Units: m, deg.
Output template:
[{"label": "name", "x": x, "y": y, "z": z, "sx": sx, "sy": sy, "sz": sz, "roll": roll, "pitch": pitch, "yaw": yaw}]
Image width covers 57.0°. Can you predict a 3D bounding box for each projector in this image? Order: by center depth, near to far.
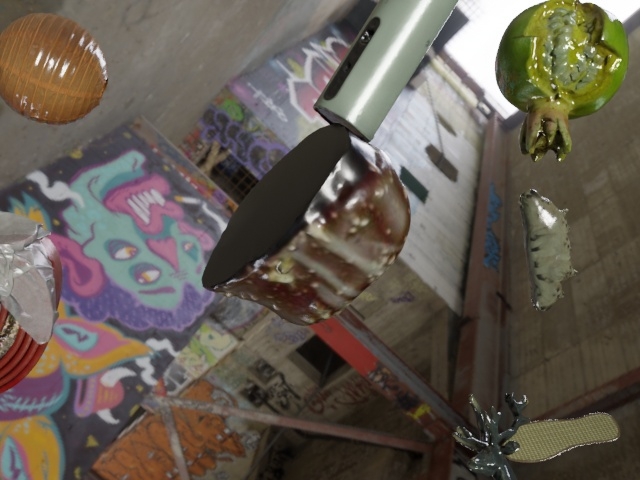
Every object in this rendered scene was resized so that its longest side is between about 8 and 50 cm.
[{"label": "projector", "x": 0.120, "y": -0.315, "z": 0.899, "sx": 0.337, "sy": 0.108, "sz": 0.108, "roll": -58, "pitch": -172, "yaw": 2}]

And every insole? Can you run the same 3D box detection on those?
[{"label": "insole", "x": 0.506, "y": 0.413, "z": 1.248, "sx": 0.253, "sy": 0.005, "sz": 0.086, "roll": -13, "pitch": -129, "yaw": -2}]

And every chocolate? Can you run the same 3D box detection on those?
[{"label": "chocolate", "x": 0.000, "y": 0.000, "z": 0.916, "sx": 0.340, "sy": 0.210, "sz": 0.225, "roll": -41, "pitch": -153, "yaw": 26}]

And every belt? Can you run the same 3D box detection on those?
[{"label": "belt", "x": -0.529, "y": 0.100, "z": 0.912, "sx": 0.323, "sy": 0.227, "sz": 0.115, "roll": -57, "pitch": -150, "yaw": 21}]

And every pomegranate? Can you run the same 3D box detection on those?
[{"label": "pomegranate", "x": 0.423, "y": -0.283, "z": 1.062, "sx": 0.236, "sy": 0.236, "sz": 0.301, "roll": 163, "pitch": -60, "yaw": -74}]

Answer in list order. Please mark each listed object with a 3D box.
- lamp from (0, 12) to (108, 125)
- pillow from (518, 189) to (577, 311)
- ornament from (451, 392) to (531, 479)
[{"label": "lamp", "x": -0.331, "y": -0.209, "z": 0.730, "sx": 0.136, "sy": 0.136, "sz": 0.136, "roll": -45, "pitch": -172, "yaw": 8}, {"label": "pillow", "x": 0.434, "y": 0.016, "z": 1.115, "sx": 0.093, "sy": 0.241, "sz": 0.051, "roll": -12, "pitch": -168, "yaw": 0}, {"label": "ornament", "x": 0.266, "y": 0.308, "z": 0.757, "sx": 0.080, "sy": 0.202, "sz": 0.236, "roll": -47, "pitch": -147, "yaw": 33}]
